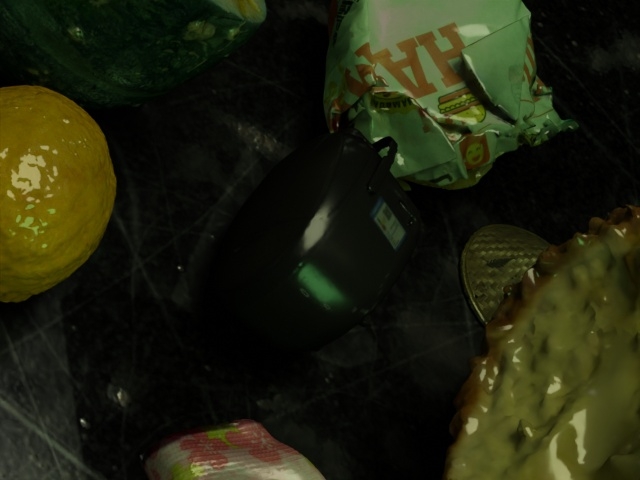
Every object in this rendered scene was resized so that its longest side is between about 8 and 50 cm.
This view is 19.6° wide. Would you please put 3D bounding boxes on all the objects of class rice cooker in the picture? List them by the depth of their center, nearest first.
[{"bbox_3d":[0.000,-0.001,1.423,0.118,0.142,0.203,48,42,-14],"label":"rice cooker"}]

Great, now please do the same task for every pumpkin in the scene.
[{"bbox_3d":[-0.199,-0.226,1.406,0.263,0.197,0.293,31,29,-49],"label":"pumpkin"}]

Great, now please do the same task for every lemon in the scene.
[{"bbox_3d":[-0.212,-0.037,1.292,0.142,0.142,0.187,34,38,-11],"label":"lemon"}]

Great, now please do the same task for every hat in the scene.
[{"bbox_3d":[0.197,0.031,1.596,0.146,0.067,0.146,20,49,-24],"label":"hat"}]

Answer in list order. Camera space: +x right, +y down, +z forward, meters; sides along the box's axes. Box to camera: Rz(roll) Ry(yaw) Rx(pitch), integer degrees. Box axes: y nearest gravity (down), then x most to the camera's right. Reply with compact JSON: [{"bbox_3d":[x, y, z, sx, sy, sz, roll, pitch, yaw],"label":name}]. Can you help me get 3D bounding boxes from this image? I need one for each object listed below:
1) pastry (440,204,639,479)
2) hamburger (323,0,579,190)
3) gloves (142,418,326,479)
[{"bbox_3d":[0.260,0.190,1.336,0.337,0.292,0.405,49,52,-36],"label":"pastry"},{"bbox_3d":[0.110,-0.132,1.618,0.235,0.125,0.214,13,57,-24],"label":"hamburger"},{"bbox_3d":[-0.027,0.236,1.239,0.145,0.126,0.241,20,40,-57],"label":"gloves"}]
